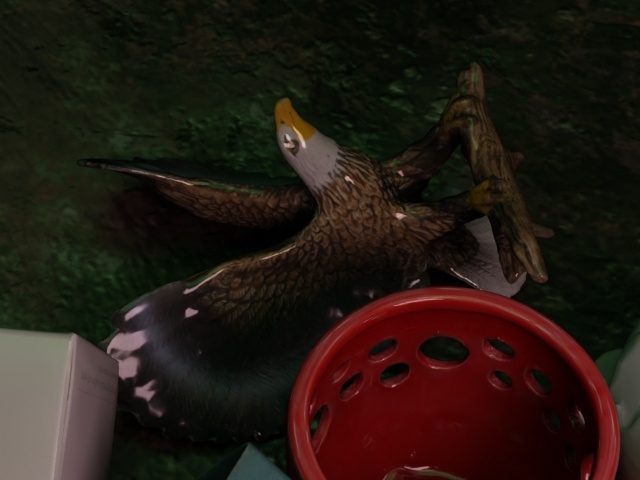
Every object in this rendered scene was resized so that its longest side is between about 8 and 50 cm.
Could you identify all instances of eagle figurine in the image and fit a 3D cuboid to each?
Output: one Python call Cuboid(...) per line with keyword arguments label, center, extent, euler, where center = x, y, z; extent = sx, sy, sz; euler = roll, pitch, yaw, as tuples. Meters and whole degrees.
Cuboid(label="eagle figurine", center=(-0.005, -0.009, 1.083), extent=(0.298, 0.225, 0.226), euler=(-24, 8, 14))

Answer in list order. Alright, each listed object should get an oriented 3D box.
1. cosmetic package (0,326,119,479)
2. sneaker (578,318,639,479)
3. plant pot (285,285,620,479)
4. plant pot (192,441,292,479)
Cuboid(label="cosmetic package", center=(-0.314, 0.120, 0.907), extent=(0.365, 0.197, 0.155), euler=(4, 81, -1))
Cuboid(label="sneaker", center=(0.333, 0.095, 0.981), extent=(0.366, 0.137, 0.210), euler=(-13, 28, -17))
Cuboid(label="plant pot", center=(0.072, 0.149, 0.943), extent=(0.191, 0.174, 0.191), euler=(2, 54, -2))
Cuboid(label="plant pot", center=(-0.017, 0.262, 0.838), extent=(0.234, 0.165, 0.165), euler=(38, 55, -7))
